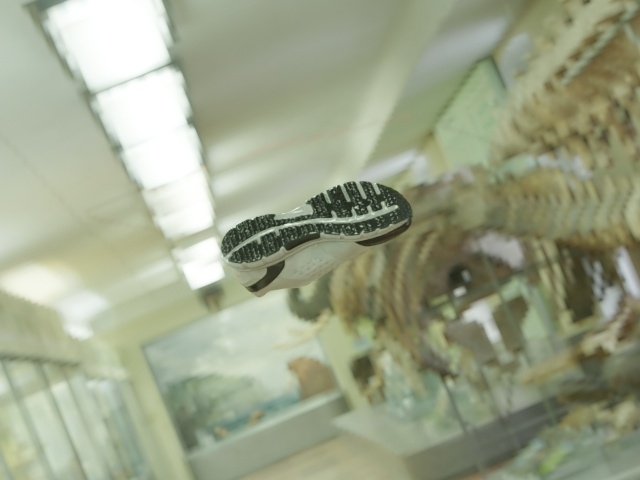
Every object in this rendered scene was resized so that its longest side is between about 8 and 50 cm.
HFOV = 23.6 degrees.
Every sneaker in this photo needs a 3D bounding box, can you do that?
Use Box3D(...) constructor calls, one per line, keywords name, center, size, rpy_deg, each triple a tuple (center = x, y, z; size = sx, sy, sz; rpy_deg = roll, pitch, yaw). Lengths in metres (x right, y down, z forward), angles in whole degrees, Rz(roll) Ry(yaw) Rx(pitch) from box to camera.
Box3D(name="sneaker", center=(0.000, 0.000, 0.862), size=(0.109, 0.040, 0.044), rpy_deg=(-15, -42, 3))
